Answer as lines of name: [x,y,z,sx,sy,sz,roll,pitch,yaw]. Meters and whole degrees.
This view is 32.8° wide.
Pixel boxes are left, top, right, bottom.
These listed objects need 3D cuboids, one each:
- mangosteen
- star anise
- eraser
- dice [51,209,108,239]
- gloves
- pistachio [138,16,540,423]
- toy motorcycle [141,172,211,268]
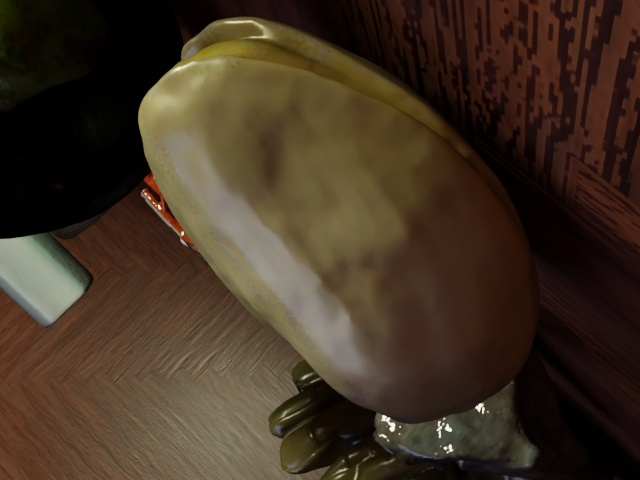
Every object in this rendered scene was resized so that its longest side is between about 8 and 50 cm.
mangosteen: [-0.190,-0.118,0.661,0.243,0.243,0.243,44,173,7]
star anise: [0.054,0.059,0.664,0.257,0.111,0.198,47,175,35]
eraser: [-0.441,-0.017,1.465,0.290,0.104,0.189,46,168,-12]
dice: [-0.346,-0.127,1.474,0.192,0.193,0.194,48,170,-18]
gloves: [0.116,0.164,0.791,0.331,0.141,0.154,31,-166,23]
pistachio: [0.017,-0.014,0.470,0.145,0.117,0.200,-26,105,42]
toy motorcycle: [-0.102,-0.021,1.131,0.171,0.089,0.298,50,171,-30]
